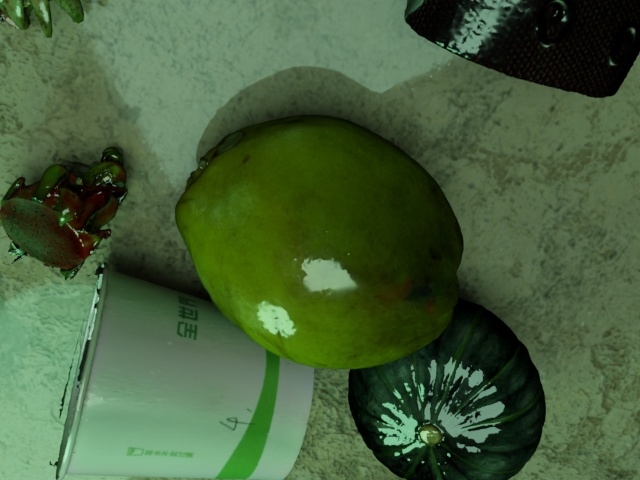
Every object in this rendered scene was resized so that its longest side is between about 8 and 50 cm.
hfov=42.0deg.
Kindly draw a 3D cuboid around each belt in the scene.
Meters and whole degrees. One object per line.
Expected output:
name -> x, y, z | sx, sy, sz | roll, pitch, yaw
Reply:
belt -> 0.213, -0.246, 0.820 | 0.289, 0.184, 0.164 | 0, 124, -43

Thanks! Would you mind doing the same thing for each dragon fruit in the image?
dragon fruit -> -0.288, -0.029, 0.969 | 0.175, 0.142, 0.138 | -42, 139, -16

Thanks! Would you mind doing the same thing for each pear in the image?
pear -> 0.000, 0.000, 0.907 | 0.321, 0.269, 0.269 | 21, 111, -2

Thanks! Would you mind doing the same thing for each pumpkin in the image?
pumpkin -> 0.156, 0.181, 1.023 | 0.249, 0.216, 0.250 | 19, 133, 21

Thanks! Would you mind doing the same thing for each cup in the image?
cup -> -0.161, 0.171, 0.997 | 0.273, 0.253, 0.253 | 12, 112, -16

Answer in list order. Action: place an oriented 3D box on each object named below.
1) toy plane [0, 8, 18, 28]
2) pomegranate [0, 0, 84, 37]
toy plane -> -0.386, -0.268, 0.901 | 0.145, 0.037, 0.060 | 25, 100, -8
pomegranate -> -0.300, -0.347, 0.789 | 0.235, 0.236, 0.302 | -3, 140, 0
